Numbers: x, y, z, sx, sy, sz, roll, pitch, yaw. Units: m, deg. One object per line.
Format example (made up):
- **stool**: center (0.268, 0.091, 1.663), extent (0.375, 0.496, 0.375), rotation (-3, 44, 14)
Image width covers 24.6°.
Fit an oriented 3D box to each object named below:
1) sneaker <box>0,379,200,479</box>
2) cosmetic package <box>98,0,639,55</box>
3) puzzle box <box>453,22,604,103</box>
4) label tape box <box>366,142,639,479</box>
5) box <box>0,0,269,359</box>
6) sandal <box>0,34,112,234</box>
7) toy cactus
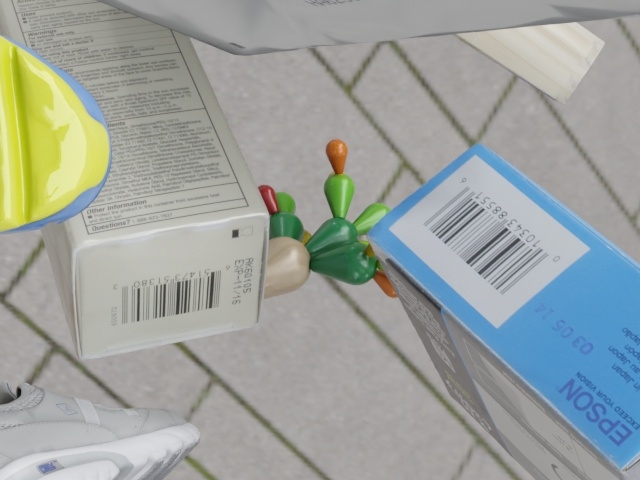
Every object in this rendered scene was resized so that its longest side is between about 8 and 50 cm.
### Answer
- **sneaker**: center (-0.170, 0.133, 0.989), extent (0.105, 0.115, 0.281), rotation (-46, 167, 7)
- **cosmetic package**: center (0.003, -0.179, 0.373), extent (0.138, 0.224, 0.224), rotation (18, 83, -31)
- **puzzle box**: center (0.006, -0.236, 1.065), extent (0.272, 0.409, 0.052), rotation (28, 100, -26)
- **label tape box**: center (0.183, 0.120, 0.987), extent (0.106, 0.240, 0.333), rotation (-40, 141, -8)
- **box**: center (-0.154, -0.071, 1.131), extent (0.148, 0.311, 0.121), rotation (-10, 137, -16)
- **sandal**: center (-0.265, -0.068, 0.851), extent (0.138, 0.318, 0.126), rotation (12, 87, -77)
- **toy cactus**: center (0.000, 0.000, 1.300), extent (0.181, 0.219, 0.112), rotation (-26, 133, -33)
